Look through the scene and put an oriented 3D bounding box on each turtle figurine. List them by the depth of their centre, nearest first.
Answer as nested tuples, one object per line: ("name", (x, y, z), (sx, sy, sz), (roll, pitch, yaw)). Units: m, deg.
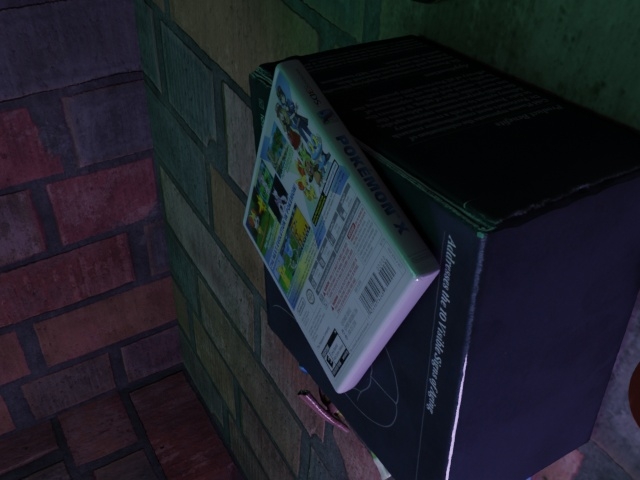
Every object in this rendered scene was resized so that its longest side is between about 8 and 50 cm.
("turtle figurine", (0.112, 0.280, 1.254), (0.198, 0.275, 0.266), (-42, 70, 23))

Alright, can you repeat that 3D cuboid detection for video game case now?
("video game case", (0.000, 0.000, 0.834), (0.300, 0.036, 0.329), (59, 153, 22))

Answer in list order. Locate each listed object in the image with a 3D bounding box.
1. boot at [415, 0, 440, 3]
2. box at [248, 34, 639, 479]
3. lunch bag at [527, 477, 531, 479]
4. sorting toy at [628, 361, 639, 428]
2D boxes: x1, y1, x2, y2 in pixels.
("boot", (0.038, -0.387, 0.954), (0.248, 0.207, 0.090), (50, 149, 37))
("box", (0.145, 0.028, 0.940), (0.472, 0.297, 0.479), (45, 145, 45))
("lunch bag", (0.239, 0.360, 1.223), (0.293, 0.138, 0.221), (-126, 25, -51))
("sorting toy", (0.454, 0.284, 0.771), (0.365, 0.127, 0.126), (65, -176, 6))
